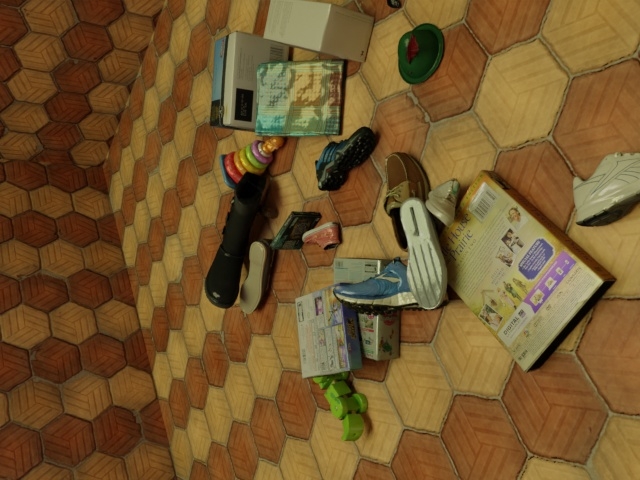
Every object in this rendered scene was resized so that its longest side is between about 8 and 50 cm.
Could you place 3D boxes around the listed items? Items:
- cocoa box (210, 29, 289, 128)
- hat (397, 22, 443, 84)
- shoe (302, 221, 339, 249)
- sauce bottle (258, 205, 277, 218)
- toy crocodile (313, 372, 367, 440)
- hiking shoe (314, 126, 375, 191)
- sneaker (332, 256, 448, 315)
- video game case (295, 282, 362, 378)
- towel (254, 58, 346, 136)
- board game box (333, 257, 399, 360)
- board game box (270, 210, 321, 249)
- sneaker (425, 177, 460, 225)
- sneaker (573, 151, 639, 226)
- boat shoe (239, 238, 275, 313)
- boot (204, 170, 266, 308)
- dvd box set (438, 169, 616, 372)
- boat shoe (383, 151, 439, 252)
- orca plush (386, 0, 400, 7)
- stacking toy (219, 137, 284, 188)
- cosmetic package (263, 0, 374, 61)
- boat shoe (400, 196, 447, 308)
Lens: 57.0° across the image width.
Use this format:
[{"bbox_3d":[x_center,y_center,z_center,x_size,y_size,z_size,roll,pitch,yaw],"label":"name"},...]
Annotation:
[{"bbox_3d":[-0.284,-0.608,2.315,0.228,0.231,0.348,14,101,59],"label":"cocoa box"},{"bbox_3d":[0.233,-0.557,1.685,0.208,0.183,0.173,-38,60,46],"label":"hat"},{"bbox_3d":[0.000,0.000,2.084,0.178,0.063,0.081,-26,64,45],"label":"shoe"},{"bbox_3d":[-0.221,-0.119,2.394,0.128,0.042,0.042,23,108,52],"label":"sauce bottle"},{"bbox_3d":[0.052,0.503,1.970,0.341,0.115,0.105,58,132,35],"label":"toy crocodile"},{"bbox_3d":[0.063,-0.293,1.964,0.304,0.113,0.132,-44,57,43],"label":"hiking shoe"},{"bbox_3d":[0.199,0.131,1.708,0.329,0.130,0.147,-5,67,13],"label":"sneaker"},{"bbox_3d":[0.022,0.292,1.888,0.244,0.061,0.270,-25,66,50],"label":"video game case"},{"bbox_3d":[-0.082,-0.509,2.116,0.369,0.040,0.272,7,97,31],"label":"towel"},{"bbox_3d":[0.143,0.209,1.871,0.224,0.097,0.304,2,90,54],"label":"board game box"},{"bbox_3d":[-0.091,-0.035,2.154,0.186,0.126,0.026,-54,49,36],"label":"board game box"},{"bbox_3d":[0.336,-0.115,1.565,0.094,0.080,0.212,-45,12,23],"label":"sneaker"},{"bbox_3d":[0.642,-0.136,1.214,0.297,0.110,0.130,-34,58,46],"label":"sneaker"},{"bbox_3d":[-0.246,0.147,2.404,0.112,0.095,0.336,28,118,28],"label":"boat shoe"},{"bbox_3d":[-0.331,0.000,2.343,0.367,0.146,0.445,-93,24,-46],"label":"boot"},{"bbox_3d":[0.469,0.068,1.471,0.420,0.062,0.308,53,130,38],"label":"dvd box set"},{"bbox_3d":[0.247,-0.110,1.715,0.122,0.119,0.324,-36,62,47],"label":"boat shoe"},{"bbox_3d":[0.225,-0.776,1.764,0.287,0.102,0.151,46,125,42],"label":"orca plush"},{"bbox_3d":[-0.255,-0.338,2.374,0.301,0.175,0.166,-33,62,35],"label":"stacking toy"},{"bbox_3d":[-0.014,-0.718,2.003,0.365,0.196,0.155,31,113,47],"label":"cosmetic package"},{"bbox_3d":[0.288,0.031,1.586,0.109,0.094,0.303,-10,85,31],"label":"boat shoe"}]
